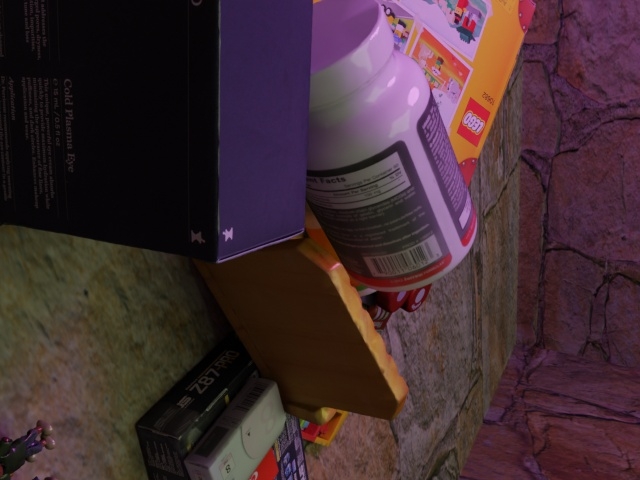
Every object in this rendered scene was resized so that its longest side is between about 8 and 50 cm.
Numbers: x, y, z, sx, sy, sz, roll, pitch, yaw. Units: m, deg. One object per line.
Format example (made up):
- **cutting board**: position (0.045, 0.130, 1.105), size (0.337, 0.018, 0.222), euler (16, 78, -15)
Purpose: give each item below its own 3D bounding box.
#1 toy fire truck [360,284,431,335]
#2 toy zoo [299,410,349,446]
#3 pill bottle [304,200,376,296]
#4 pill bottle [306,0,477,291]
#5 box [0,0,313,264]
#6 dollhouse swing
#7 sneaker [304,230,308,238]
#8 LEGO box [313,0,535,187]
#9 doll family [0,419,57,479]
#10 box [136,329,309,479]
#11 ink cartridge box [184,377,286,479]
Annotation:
- **toy fire truck**: position (0.101, 0.149, 1.627), size (0.302, 0.169, 0.254), euler (10, 107, -63)
- **toy zoo**: position (0.015, 0.352, 1.593), size (0.192, 0.030, 0.293), euler (-61, 150, -10)
- **pill bottle**: position (0.041, -0.029, 1.332), size (0.136, 0.136, 0.246), euler (-53, 126, -43)
- **pill bottle**: position (0.063, -0.118, 0.951), size (0.210, 0.210, 0.363), euler (-62, 139, -33)
- **box**: position (-0.184, -0.176, 0.766), size (0.179, 0.312, 0.343), euler (-22, 118, -59)
- **dollhouse swing**: position (0.015, 0.078, 1.136), size (0.315, 0.305, 0.347), euler (-48, 116, -47)
- **sneaker**: position (0.000, 0.000, 1.459), size (0.094, 0.080, 0.212), euler (-55, 144, -61)
- **LEGO box**: position (0.097, -0.338, 1.176), size (0.500, 0.193, 0.373), euler (24, 87, -43)
- **doll family**: position (-0.366, 0.297, 0.824), size (0.111, 0.076, 0.193), euler (-40, 135, -59)
- **box**: position (-0.147, 0.383, 1.257), size (0.318, 0.097, 0.395), euler (-46, 136, -51)
- **ink cartridge box**: position (-0.115, 0.366, 1.156), size (0.189, 0.066, 0.232), euler (-49, 133, -45)
